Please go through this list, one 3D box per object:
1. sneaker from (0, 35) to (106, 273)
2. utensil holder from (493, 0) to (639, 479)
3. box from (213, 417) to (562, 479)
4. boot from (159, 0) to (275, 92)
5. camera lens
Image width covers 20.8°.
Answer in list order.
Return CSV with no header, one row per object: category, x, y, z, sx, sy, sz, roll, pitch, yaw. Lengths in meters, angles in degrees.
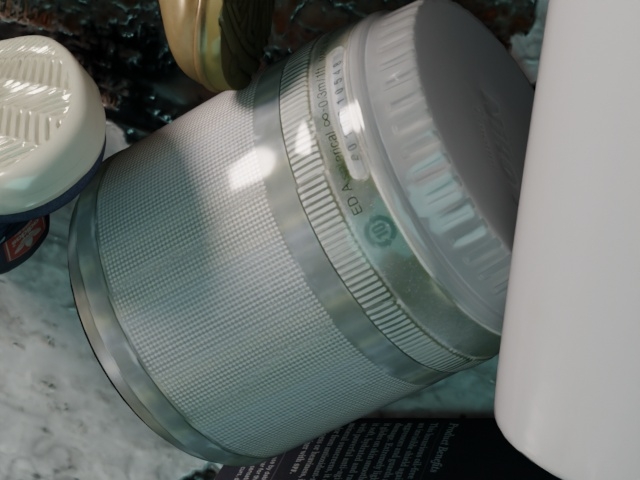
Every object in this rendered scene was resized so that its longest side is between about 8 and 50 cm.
sneaker,-0.208,-0.039,1.112,0.350,0.131,0.148,19,145,58
utensil holder,0.262,-0.071,0.854,0.328,0.327,0.385,11,101,12
box,0.089,0.287,1.202,0.294,0.183,0.296,-1,115,19
boot,-0.162,-0.190,1.070,0.269,0.236,0.089,-3,156,16
camera lens,0.000,0.000,1.075,0.274,0.219,0.219,-27,103,26
